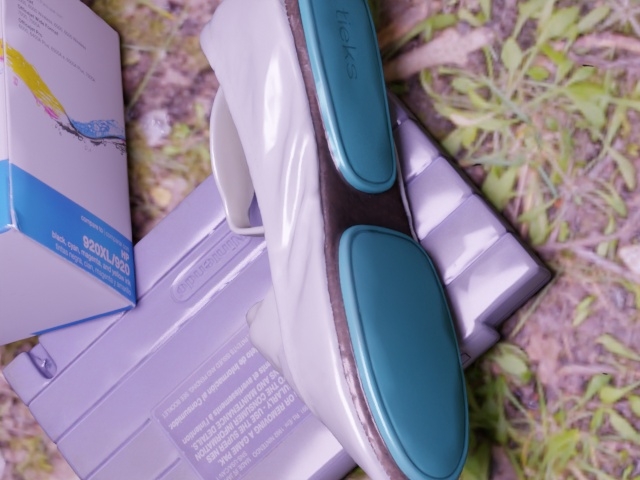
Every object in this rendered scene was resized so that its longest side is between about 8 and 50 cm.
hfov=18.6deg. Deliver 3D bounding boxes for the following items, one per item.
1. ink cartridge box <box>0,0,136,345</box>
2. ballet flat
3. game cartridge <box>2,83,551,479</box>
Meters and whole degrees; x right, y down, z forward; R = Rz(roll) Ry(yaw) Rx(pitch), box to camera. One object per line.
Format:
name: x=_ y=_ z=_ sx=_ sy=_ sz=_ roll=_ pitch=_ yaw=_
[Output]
ink cartridge box: x=-0.249 y=-0.063 z=1.407 sx=0.171 sy=0.168 sz=0.233 roll=-16 pitch=64 yaw=21
ballet flat: x=0.000 y=0.000 z=1.319 sx=0.139 sy=0.139 sz=0.400 roll=-17 pitch=71 yaw=15
game cartridge: x=-0.034 y=0.064 z=1.403 sx=0.355 sy=0.068 sz=0.230 roll=-42 pitch=75 yaw=8
